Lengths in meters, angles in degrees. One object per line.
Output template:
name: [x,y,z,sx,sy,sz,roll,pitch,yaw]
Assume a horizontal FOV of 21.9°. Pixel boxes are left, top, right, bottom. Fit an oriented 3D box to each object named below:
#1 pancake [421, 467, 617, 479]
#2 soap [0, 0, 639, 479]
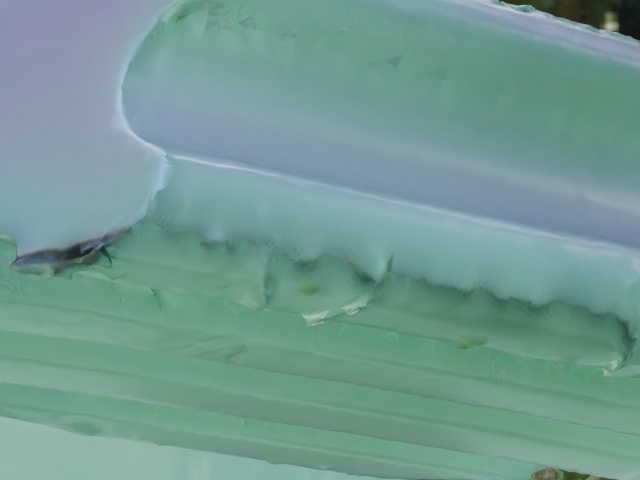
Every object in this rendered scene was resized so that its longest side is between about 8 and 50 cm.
pancake: [0.169,0.150,1.047,0.242,0.242,0.050,-1,2,27]
soap: [0.000,0.000,0.723,0.446,0.156,0.261,10,-23,-25]
